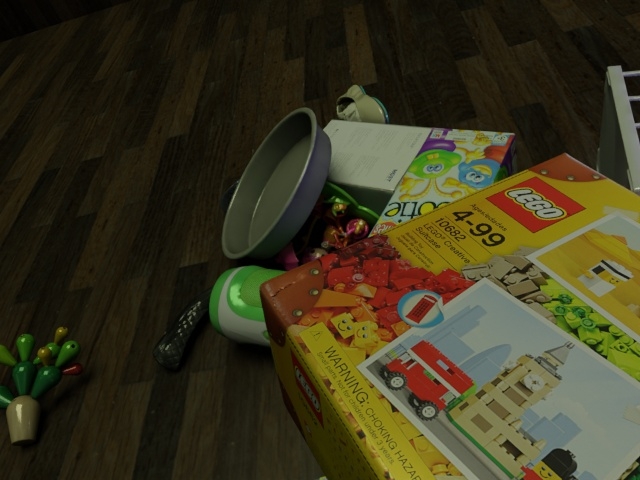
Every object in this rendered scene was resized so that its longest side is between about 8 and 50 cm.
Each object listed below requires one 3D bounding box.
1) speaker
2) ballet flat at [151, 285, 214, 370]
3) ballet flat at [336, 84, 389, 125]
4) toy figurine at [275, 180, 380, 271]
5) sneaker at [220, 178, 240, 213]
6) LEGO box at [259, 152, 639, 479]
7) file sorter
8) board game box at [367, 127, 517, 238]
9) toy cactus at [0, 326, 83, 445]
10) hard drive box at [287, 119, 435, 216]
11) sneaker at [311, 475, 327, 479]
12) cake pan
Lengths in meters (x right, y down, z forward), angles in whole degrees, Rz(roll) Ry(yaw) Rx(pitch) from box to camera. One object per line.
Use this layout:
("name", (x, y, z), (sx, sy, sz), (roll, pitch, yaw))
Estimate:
("speaker", (-0.013, 0.109, 0.838), (0.297, 0.131, 0.131), (5, 48, 27))
("ballet flat", (-0.219, 0.143, 0.960), (0.057, 0.049, 0.173), (-26, 24, 49))
("ballet flat", (0.080, -0.270, 1.208), (0.086, 0.086, 0.248), (-21, 25, 1))
("toy figurine", (0.000, 0.000, 0.981), (0.173, 0.130, 0.159), (28, 73, 13))
("sneaker", (-0.116, -0.123, 1.179), (0.209, 0.069, 0.082), (-39, 11, -6))
("LEGO box", (0.228, 0.177, 0.443), (0.373, 0.193, 0.500), (-23, 44, -18))
("file sorter", (0.497, -0.094, 0.788), (0.173, 0.192, 0.277), (-1, 46, 19))
("board game box", (0.199, -0.032, 0.881), (0.142, 0.144, 0.275), (11, 52, 31))
("toy cactus", (-0.484, 0.244, 0.933), (0.219, 0.112, 0.180), (-17, 61, 2))
("hard drive box", (0.085, -0.136, 1.077), (0.232, 0.089, 0.181), (13, 53, 33))
("sneaker", (-0.026, 0.327, 0.671), (0.144, 0.053, 0.059), (-20, 44, 3))
("cake pan", (-0.077, -0.091, 0.992), (0.293, 0.054, 0.293), (-43, 32, 35))
